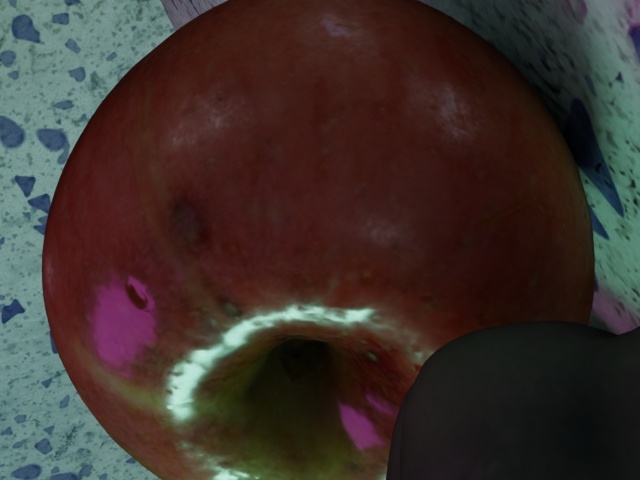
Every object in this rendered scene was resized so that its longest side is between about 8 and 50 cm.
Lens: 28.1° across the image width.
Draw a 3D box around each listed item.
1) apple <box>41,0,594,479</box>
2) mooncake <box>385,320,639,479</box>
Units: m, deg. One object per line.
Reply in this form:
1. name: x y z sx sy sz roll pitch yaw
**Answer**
1. apple: 0.000 0.000 0.863 0.364 0.364 0.364 58 173 11
2. mooncake: 0.158 0.106 0.564 0.275 0.275 0.135 83 -171 -74
